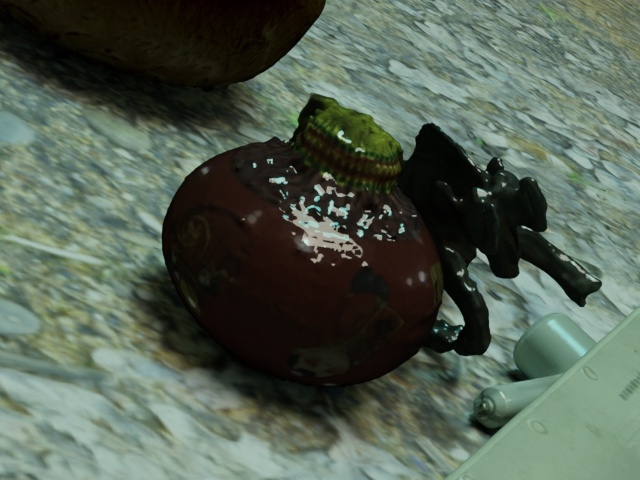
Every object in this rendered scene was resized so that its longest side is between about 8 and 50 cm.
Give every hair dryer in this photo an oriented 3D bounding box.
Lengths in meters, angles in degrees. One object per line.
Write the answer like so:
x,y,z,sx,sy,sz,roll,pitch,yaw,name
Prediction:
0.132,0.089,0.915,0.137,0.047,0.082,-6,41,-46,hair dryer

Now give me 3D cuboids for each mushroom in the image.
-0.137,-0.214,1.095,0.297,0.163,0.278,12,36,-39,mushroom

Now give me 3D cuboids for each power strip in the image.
0.140,0.125,0.772,0.106,0.043,0.367,36,30,18,power strip

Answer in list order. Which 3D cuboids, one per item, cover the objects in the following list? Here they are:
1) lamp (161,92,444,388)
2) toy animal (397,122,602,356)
-0.004,-0.001,0.803,0.156,0.135,0.157,6,33,-47,lamp
0.070,-0.011,0.910,0.233,0.084,0.148,12,-44,60,toy animal
